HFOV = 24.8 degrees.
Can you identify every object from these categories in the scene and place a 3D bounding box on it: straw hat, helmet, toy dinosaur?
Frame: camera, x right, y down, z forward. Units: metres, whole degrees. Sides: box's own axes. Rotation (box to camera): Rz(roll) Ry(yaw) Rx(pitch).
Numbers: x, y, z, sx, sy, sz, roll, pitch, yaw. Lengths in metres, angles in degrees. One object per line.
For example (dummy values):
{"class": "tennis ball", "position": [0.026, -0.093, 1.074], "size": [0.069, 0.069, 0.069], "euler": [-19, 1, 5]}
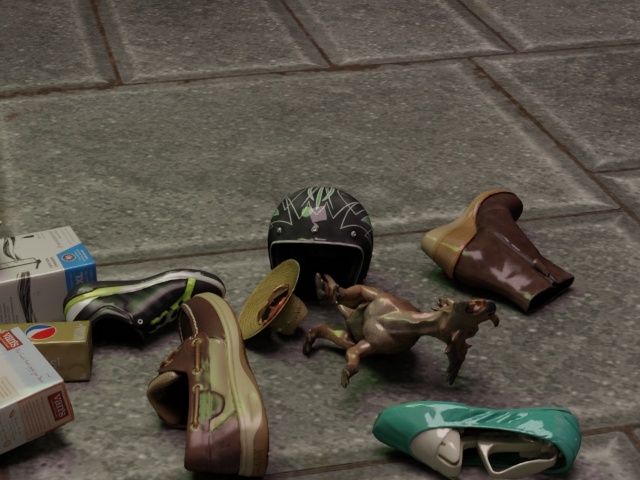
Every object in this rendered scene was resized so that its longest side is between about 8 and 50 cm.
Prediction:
{"class": "straw hat", "position": [-0.052, 0.098, 2.008], "size": [0.061, 0.144, 0.144], "euler": [37, 18, -18]}
{"class": "helmet", "position": [0.000, 0.000, 2.100], "size": [0.169, 0.161, 0.169], "euler": [0, 25, 0]}
{"class": "toy dinosaur", "position": [0.098, 0.114, 1.927], "size": [0.200, 0.127, 0.296], "euler": [2, 7, -20]}

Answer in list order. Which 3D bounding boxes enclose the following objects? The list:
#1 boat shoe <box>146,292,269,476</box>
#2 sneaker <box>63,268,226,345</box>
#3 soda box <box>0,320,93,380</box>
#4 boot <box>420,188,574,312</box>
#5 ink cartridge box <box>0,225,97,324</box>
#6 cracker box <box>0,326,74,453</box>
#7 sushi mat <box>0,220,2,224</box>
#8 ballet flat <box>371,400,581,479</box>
{"class": "boat shoe", "position": [-0.154, 0.174, 1.796], "size": [0.123, 0.123, 0.342], "euler": [-5, 32, -13]}
{"class": "sneaker", "position": [-0.241, 0.107, 2.008], "size": [0.235, 0.084, 0.097], "euler": [-8, 51, -14]}
{"class": "soda box", "position": [-0.392, 0.148, 1.911], "size": [0.181, 0.061, 0.058], "euler": [-2, 25, -2]}
{"class": "boot", "position": [0.292, 0.020, 2.185], "size": [0.207, 0.090, 0.248], "euler": [30, 36, 27]}
{"class": "ink cartridge box", "position": [-0.432, 0.059, 2.068], "size": [0.203, 0.086, 0.148], "euler": [-11, 27, -22]}
{"class": "cracker box", "position": [-0.434, 0.205, 1.751], "size": [0.232, 0.067, 0.156], "euler": [-24, 33, -22]}
{"class": "sushi mat", "position": [-0.544, 0.003, 2.091], "size": [0.151, 0.019, 0.316], "euler": [-11, -3, -18]}
{"class": "ballet flat", "position": [0.182, 0.238, 1.706], "size": [0.247, 0.083, 0.087], "euler": [0, 40, 5]}
